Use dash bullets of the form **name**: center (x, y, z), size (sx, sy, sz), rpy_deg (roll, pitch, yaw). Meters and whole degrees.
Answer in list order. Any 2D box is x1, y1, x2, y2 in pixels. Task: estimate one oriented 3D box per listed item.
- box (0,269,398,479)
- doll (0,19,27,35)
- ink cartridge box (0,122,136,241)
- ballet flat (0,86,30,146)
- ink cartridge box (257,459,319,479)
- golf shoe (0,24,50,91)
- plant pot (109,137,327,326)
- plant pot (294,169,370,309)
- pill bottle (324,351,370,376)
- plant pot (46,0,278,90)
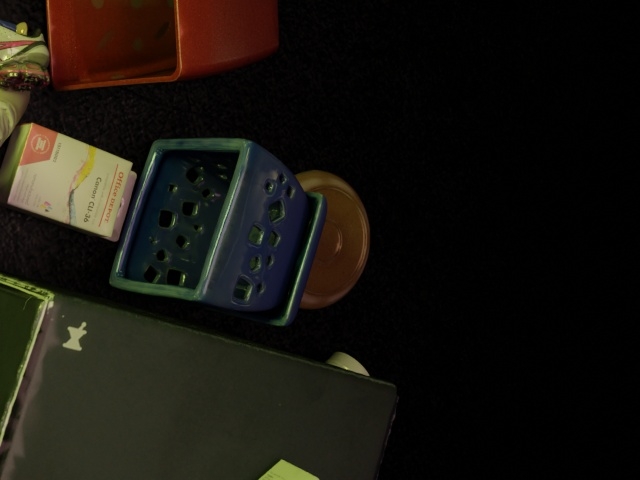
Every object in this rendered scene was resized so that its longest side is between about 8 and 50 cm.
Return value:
- **box**: center (-0.253, 0.223, 1.249), size (0.480, 0.471, 0.297), rpy_deg (20, 81, -37)
- **doll**: center (-0.475, -0.262, 1.305), size (0.189, 0.046, 0.129), rpy_deg (-3, 107, -38)
- **ink cartridge box**: center (-0.339, -0.075, 1.414), size (0.198, 0.067, 0.115), rpy_deg (21, 80, -38)
- **ballet flat**: center (-0.460, -0.127, 1.303), size (0.248, 0.086, 0.086), rpy_deg (-40, 116, -27)
- **ink cartridge box**: center (-0.059, 0.337, 1.066), size (0.175, 0.072, 0.127), rpy_deg (-37, 116, -27)
- **golf shoe**: center (-0.434, -0.240, 1.281), size (0.186, 0.067, 0.086), rpy_deg (2, 77, -39)
- **plant pot**: center (-0.135, -0.004, 1.482), size (0.212, 0.236, 0.236), rpy_deg (26, 77, -42)
- **plant pot**: center (0.000, 0.000, 1.710), size (0.236, 0.032, 0.236), rpy_deg (-3, 95, -39)
- **pill bottle**: center (-0.013, 0.285, 1.666), size (0.215, 0.117, 0.117), rpy_deg (-46, 119, -26)
- **plant pot**: center (-0.200, -0.345, 1.396), size (0.235, 0.267, 0.267), rpy_deg (-9, 99, -49)
